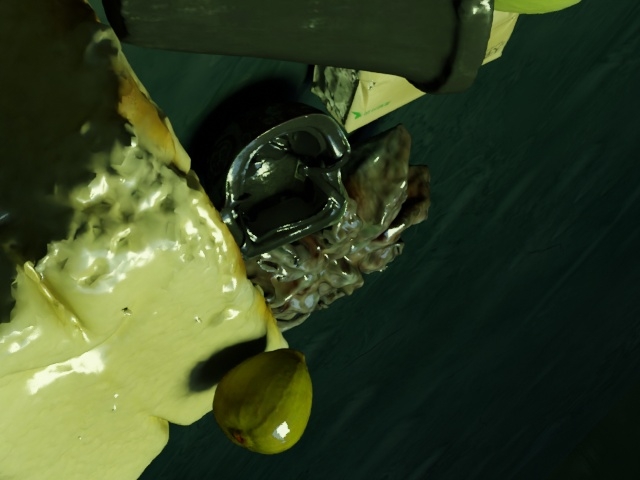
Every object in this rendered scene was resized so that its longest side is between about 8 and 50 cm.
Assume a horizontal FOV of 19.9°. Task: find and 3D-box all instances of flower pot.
[{"bbox_3d":[-0.044,-0.258,1.300,0.251,0.379,0.379,-14,152,-11],"label":"flower pot"}]

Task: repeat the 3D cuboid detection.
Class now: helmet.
[{"bbox_3d":[-0.056,-0.077,1.884,0.153,0.107,0.177,-22,133,-25],"label":"helmet"}]

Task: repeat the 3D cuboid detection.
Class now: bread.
[{"bbox_3d":[-0.239,-0.023,1.371,0.279,0.371,0.390,-34,156,-6],"label":"bread"}]

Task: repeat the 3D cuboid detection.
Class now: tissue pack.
[{"bbox_3d":[0.106,-0.222,1.855,0.222,0.090,0.186,-26,157,-25],"label":"tissue pack"}]

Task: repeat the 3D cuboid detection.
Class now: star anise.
[{"bbox_3d":[0.002,-0.001,2.090,0.331,0.117,0.332,-33,162,-12],"label":"star anise"}]

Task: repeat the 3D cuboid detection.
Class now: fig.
[{"bbox_3d":[-0.039,0.117,1.368,0.088,0.074,0.074,-57,171,-34],"label":"fig"}]

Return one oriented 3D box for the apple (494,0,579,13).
[{"bbox_3d":[0.180,-0.332,1.505,0.292,0.254,0.292,-15,118,-30],"label":"apple"}]
